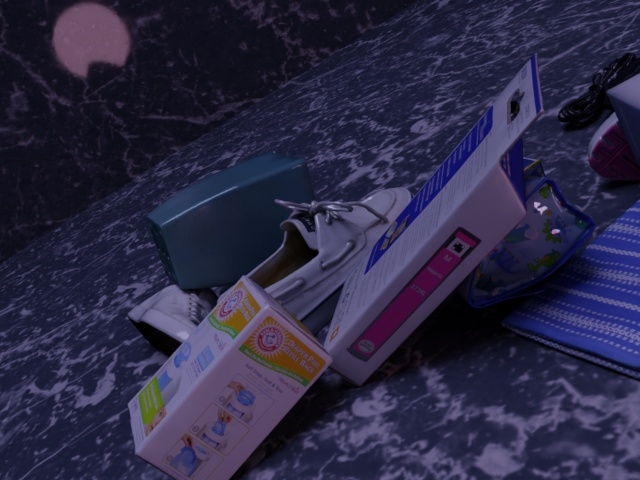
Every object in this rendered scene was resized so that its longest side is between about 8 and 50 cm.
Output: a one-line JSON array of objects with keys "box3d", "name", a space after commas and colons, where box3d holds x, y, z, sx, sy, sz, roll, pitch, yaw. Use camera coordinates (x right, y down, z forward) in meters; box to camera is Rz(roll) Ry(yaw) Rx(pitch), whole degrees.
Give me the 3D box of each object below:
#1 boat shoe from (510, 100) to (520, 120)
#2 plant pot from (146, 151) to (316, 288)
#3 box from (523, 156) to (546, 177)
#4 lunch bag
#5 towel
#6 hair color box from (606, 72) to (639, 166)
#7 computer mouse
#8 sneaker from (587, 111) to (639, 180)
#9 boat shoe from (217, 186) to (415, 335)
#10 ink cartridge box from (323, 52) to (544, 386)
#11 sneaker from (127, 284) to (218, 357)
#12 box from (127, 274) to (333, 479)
[{"box3d": [0.297, -0.188, 1.216, 0.133, 0.042, 0.049, -43, 28, -27], "name": "boat shoe"}, {"box3d": [-0.139, -0.021, 1.138, 0.234, 0.166, 0.165, -22, 19, -20], "name": "plant pot"}, {"box3d": [0.224, -0.046, 0.968, 0.169, 0.059, 0.054, -35, 25, -13], "name": "box"}, {"box3d": [0.206, 0.007, 0.791, 0.151, 0.096, 0.129, -45, 4, 5], "name": "lunch bag"}, {"box3d": [0.371, 0.006, 0.711, 0.336, 0.040, 0.243, -37, 23, -19], "name": "towel"}, {"box3d": [0.436, -0.100, 0.662, 0.185, 0.114, 0.374, -28, 20, 10], "name": "hair color box"}, {"box3d": [0.497, -0.233, 1.048, 0.188, 0.072, 0.272, -40, 12, -21], "name": "computer mouse"}, {"box3d": [0.439, -0.174, 0.897, 0.252, 0.103, 0.111, -39, 18, 14], "name": "sneaker"}, {"box3d": [-0.006, 0.000, 1.013, 0.367, 0.156, 0.136, -41, 25, -26], "name": "boat shoe"}, {"box3d": [0.131, -0.016, 0.780, 0.371, 0.069, 0.176, -55, 6, 32], "name": "ink cartridge box"}, {"box3d": [-0.197, 0.111, 1.067, 0.123, 0.106, 0.290, -40, 23, -19], "name": "sneaker"}, {"box3d": [-0.101, 0.156, 0.793, 0.203, 0.103, 0.114, -48, 24, -1], "name": "box"}]
